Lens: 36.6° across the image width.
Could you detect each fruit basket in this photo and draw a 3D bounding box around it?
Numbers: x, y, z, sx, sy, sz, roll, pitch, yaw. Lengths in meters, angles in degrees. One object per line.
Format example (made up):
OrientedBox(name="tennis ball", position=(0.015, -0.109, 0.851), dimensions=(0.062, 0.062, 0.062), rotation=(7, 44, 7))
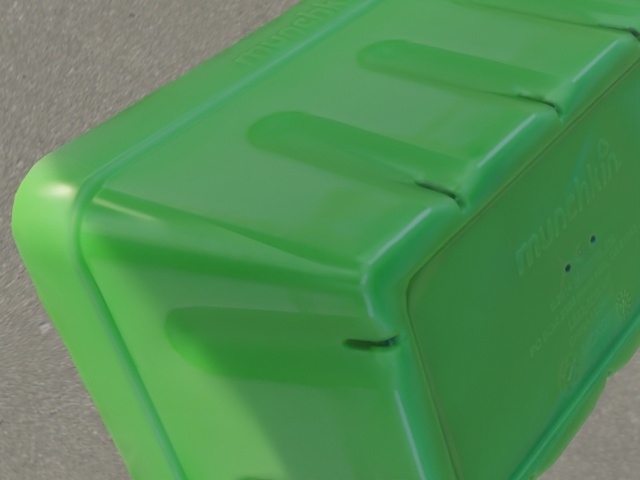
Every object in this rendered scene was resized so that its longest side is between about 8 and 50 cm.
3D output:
OrientedBox(name="fruit basket", position=(0.000, 0.000, 0.580), dimensions=(0.392, 0.392, 0.283), rotation=(-31, 120, -23))
